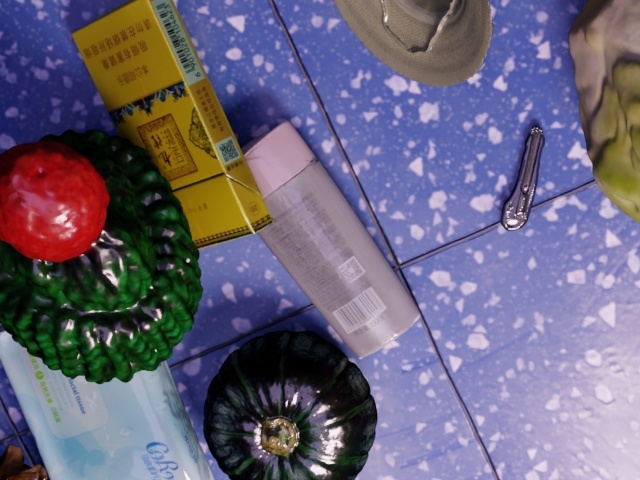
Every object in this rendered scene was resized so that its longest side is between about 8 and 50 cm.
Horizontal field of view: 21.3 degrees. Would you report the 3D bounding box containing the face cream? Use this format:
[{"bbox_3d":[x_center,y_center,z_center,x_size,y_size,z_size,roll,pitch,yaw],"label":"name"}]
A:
[{"bbox_3d":[0.000,0.000,1.883,0.107,0.073,0.269,-36,95,13],"label":"face cream"}]

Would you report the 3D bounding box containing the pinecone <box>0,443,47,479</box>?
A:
[{"bbox_3d":[-0.398,0.329,1.937,0.179,0.184,0.204,51,139,15],"label":"pinecone"}]

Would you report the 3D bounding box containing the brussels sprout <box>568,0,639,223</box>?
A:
[{"bbox_3d":[0.395,-0.136,1.716,0.316,0.242,0.274,17,98,5],"label":"brussels sprout"}]

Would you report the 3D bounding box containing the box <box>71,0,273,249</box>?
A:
[{"bbox_3d":[-0.163,-0.126,1.855,0.153,0.041,0.279,-16,101,49],"label":"box"}]

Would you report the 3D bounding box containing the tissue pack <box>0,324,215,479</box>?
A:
[{"bbox_3d":[-0.251,0.195,1.950,0.177,0.089,0.263,-19,99,9],"label":"tissue pack"}]

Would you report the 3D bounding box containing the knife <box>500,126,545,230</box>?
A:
[{"bbox_3d":[0.224,-0.067,1.869,0.031,0.018,0.121,13,101,3],"label":"knife"}]

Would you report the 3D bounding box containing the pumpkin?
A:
[{"bbox_3d":[-0.035,0.200,1.897,0.202,0.140,0.202,2,100,9],"label":"pumpkin"}]

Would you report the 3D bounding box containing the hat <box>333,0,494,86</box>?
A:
[{"bbox_3d":[0.117,-0.296,1.781,0.110,0.252,0.252,-37,96,-30],"label":"hat"}]

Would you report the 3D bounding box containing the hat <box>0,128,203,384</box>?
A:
[{"bbox_3d":[-0.251,-0.018,1.746,0.274,0.332,0.242,39,73,19],"label":"hat"}]
